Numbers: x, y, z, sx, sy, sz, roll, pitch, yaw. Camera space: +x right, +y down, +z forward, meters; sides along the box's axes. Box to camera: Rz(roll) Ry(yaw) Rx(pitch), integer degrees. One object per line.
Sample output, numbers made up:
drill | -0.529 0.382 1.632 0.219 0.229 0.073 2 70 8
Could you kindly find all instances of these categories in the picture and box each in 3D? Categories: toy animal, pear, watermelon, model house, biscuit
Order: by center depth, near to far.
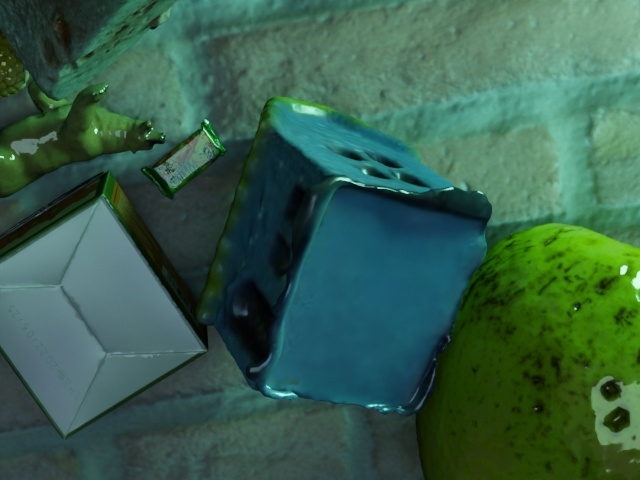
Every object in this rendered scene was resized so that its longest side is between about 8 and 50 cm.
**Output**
watermelon | -0.233 -0.251 1.381 0.228 0.387 0.258 -21 127 -39
model house | 0.000 0.000 1.458 0.215 0.303 0.237 10 109 -27
pear | 0.275 0.182 1.493 0.391 0.391 0.391 -2 102 -8
toy animal | -0.277 -0.105 1.503 0.218 0.103 0.101 -24 121 -4
biscuit | -0.142 -0.084 1.555 0.089 0.016 0.046 -39 104 1

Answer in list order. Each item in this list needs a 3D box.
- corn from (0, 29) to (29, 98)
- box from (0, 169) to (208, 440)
corn | -0.419 -0.170 1.466 0.248 0.081 0.081 -5 102 -6
box | -0.239 0.062 1.505 0.177 0.148 0.195 -32 104 3
